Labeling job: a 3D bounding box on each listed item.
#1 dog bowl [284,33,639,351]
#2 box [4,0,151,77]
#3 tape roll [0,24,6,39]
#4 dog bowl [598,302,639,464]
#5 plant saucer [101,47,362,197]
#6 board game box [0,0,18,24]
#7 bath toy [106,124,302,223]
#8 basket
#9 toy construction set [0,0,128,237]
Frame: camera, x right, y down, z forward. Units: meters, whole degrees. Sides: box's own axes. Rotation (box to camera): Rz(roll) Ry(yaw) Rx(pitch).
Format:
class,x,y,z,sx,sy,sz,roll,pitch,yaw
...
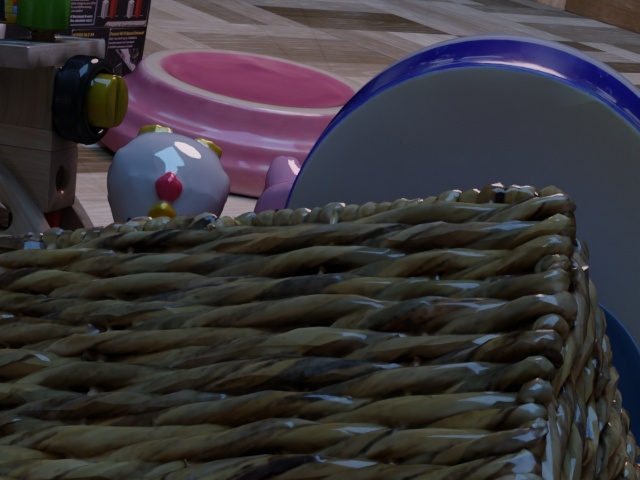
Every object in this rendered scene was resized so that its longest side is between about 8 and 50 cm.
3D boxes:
class,x,y,z,sx,sy,sz,roll,pitch,yaw
dog bowl,0.109,0.006,1.007,0.265,0.265,0.104,13,18,8
box,-0.306,-0.251,1.649,0.076,0.242,0.307,22,20,33
tape roll,-0.388,-0.119,1.282,0.246,0.169,0.246,10,17,-3
dog bowl,0.036,0.087,0.894,0.297,0.166,0.074,10,4,-3
plant saucer,-0.071,-0.132,1.663,0.332,0.084,0.332,9,19,-3
board game box,-0.284,-0.181,1.114,0.141,0.048,0.170,3,7,-27
bath toy,0.000,0.000,1.229,0.348,0.151,0.129,11,59,-3
basket,-0.023,0.132,0.645,0.299,0.223,0.213,-4,43,18
toy construction set,-0.266,-0.055,1.020,0.257,0.237,0.309,24,21,38
